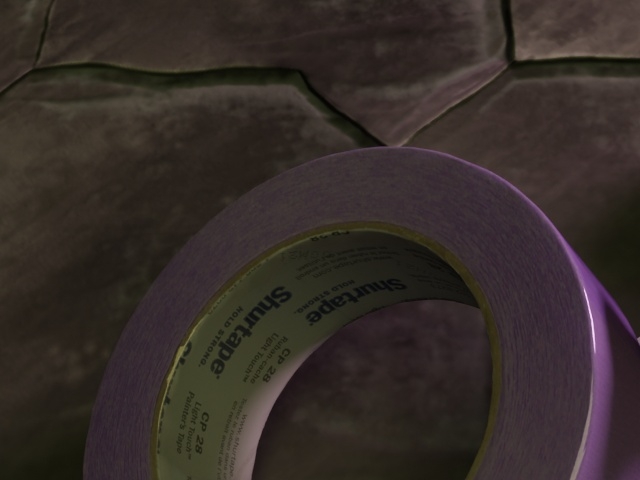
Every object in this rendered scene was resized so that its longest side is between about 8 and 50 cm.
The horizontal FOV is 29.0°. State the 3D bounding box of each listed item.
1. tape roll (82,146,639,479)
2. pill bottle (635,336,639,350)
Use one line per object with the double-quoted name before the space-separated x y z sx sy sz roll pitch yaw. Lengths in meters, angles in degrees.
"tape roll" 0.018 0.093 0.602 0.274 0.090 0.275 -17 54 25
"pill bottle" 0.215 0.142 0.582 0.119 0.119 0.208 -26 56 -9
